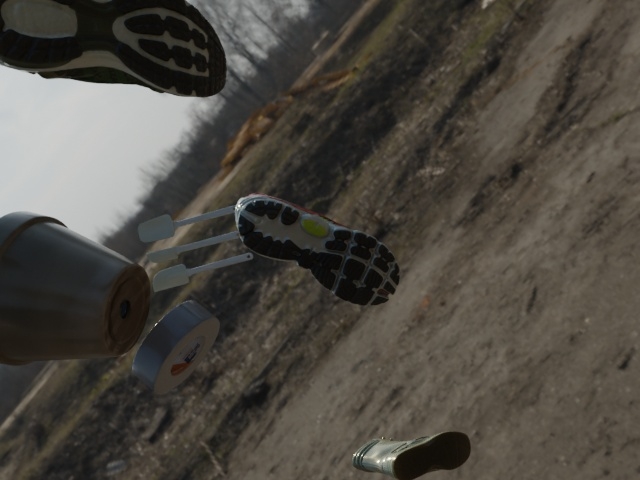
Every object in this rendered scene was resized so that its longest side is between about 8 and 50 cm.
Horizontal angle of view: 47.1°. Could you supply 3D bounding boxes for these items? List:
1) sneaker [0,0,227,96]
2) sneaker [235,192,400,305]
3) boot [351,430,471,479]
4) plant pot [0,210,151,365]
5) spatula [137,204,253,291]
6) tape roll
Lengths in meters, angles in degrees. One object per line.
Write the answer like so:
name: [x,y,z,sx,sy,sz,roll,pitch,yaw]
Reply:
sneaker: [-0.335,-0.295,1.105,0.182,0.410,0.158,-3,84,51]
sneaker: [0.000,0.000,1.116,0.107,0.279,0.118,-57,16,11]
boot: [0.189,0.440,1.522,0.213,0.077,0.165,-6,-6,-33]
plant pot: [-0.515,0.118,1.507,0.323,0.280,0.323,10,-90,-76]
spatula: [-0.290,0.007,1.707,0.242,0.168,0.019,-16,-11,-3]
tape roll: [-0.333,0.248,1.711,0.219,0.072,0.219,-49,-17,-21]
